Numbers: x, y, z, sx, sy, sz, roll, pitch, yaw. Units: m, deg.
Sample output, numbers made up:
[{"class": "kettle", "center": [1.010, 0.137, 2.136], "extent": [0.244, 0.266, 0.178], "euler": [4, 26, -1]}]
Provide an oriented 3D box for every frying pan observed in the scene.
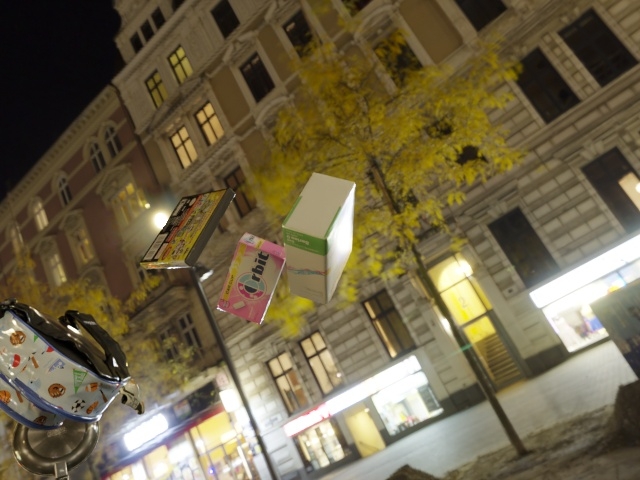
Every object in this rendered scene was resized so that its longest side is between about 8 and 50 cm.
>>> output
[{"class": "frying pan", "center": [-0.666, 0.538, 1.234], "extent": [0.197, 0.326, 0.053], "euler": [15, -42, -18]}]

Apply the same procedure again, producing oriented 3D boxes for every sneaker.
[{"class": "sneaker", "center": [-0.376, 0.316, 0.999], "extent": [0.037, 0.032, 0.083], "euler": [-29, -59, -36]}]

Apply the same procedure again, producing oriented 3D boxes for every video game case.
[{"class": "video game case", "center": [-0.405, -0.034, 1.530], "extent": [0.248, 0.274, 0.035], "euler": [-5, -40, 41]}]

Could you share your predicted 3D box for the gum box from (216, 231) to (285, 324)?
[{"class": "gum box", "center": [-0.154, 0.091, 1.137], "extent": [0.062, 0.107, 0.188], "euler": [-71, 2, -69]}]

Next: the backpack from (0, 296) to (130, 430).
[{"class": "backpack", "center": [-0.542, 0.263, 1.028], "extent": [0.213, 0.264, 0.276], "euler": [-61, -11, -10]}]

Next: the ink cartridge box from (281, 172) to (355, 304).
[{"class": "ink cartridge box", "center": [0.000, 0.000, 0.988], "extent": [0.212, 0.093, 0.154], "euler": [86, -155, -50]}]
